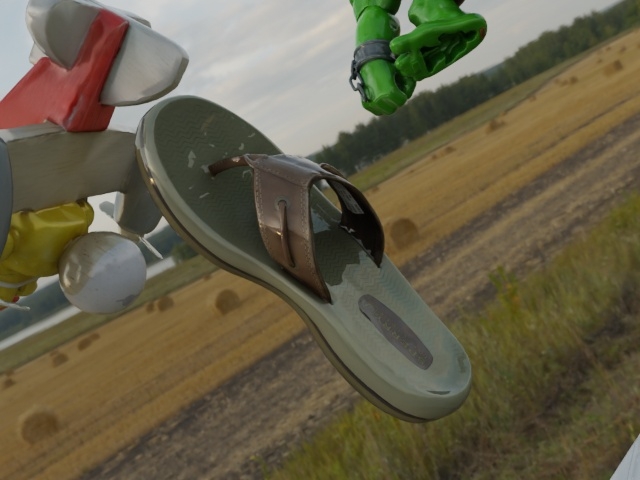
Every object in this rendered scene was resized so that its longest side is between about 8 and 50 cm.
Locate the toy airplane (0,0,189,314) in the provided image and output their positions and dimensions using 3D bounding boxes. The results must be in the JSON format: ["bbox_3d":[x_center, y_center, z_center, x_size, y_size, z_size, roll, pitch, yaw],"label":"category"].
[{"bbox_3d":[-0.261,-0.055,0.734,0.386,0.272,0.384,-39,-2,-30],"label":"toy airplane"}]

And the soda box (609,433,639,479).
[{"bbox_3d":[0.336,0.231,0.657,0.286,0.098,0.091,-39,16,-29],"label":"soda box"}]

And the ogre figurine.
[{"bbox_3d":[0.078,-0.187,0.479,0.097,0.118,0.197,-1,-45,-25],"label":"ogre figurine"}]

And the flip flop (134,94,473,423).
[{"bbox_3d":[0.000,0.000,0.469,0.112,0.277,0.080,-38,-9,-44],"label":"flip flop"}]
